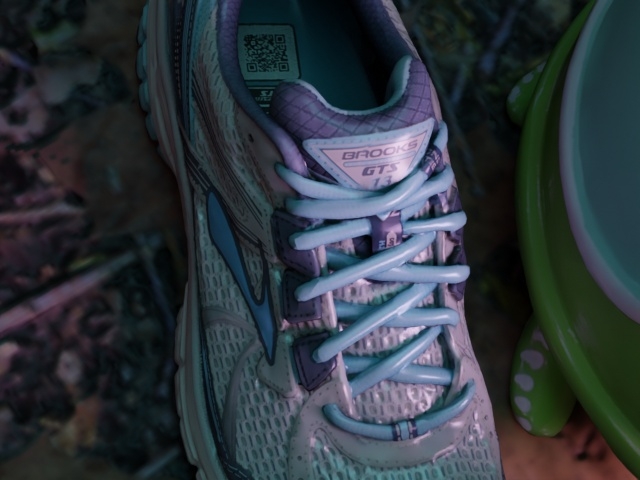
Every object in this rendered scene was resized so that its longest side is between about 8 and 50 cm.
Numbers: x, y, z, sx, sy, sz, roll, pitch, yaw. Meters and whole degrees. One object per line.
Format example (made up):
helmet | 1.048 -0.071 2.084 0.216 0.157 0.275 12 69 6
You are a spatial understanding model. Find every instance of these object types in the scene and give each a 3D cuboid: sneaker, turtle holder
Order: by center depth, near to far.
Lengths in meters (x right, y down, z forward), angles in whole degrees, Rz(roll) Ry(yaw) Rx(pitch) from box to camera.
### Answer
sneaker | 0.000 0.000 0.539 0.110 0.122 0.283 -12 73 -21
turtle holder | 0.218 -0.049 0.565 0.243 0.227 0.320 36 64 0
